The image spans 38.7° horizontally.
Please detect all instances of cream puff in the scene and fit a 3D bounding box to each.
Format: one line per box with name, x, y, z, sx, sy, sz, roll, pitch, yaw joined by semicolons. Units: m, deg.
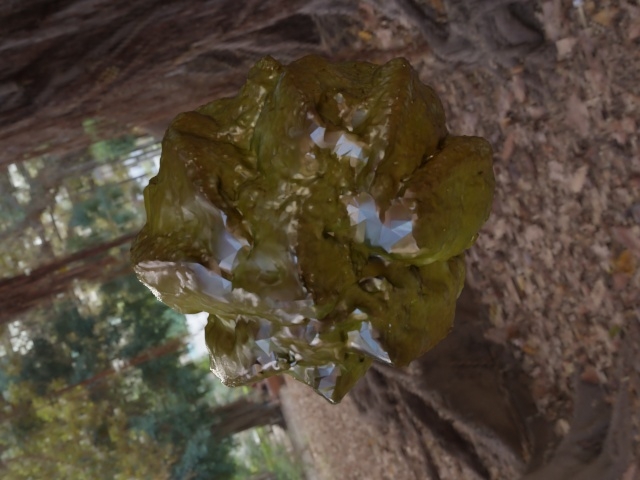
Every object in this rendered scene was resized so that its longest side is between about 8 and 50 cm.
cream puff;-0.003;-0.005;0.616;0.244;0.196;0.244;18;129;23
